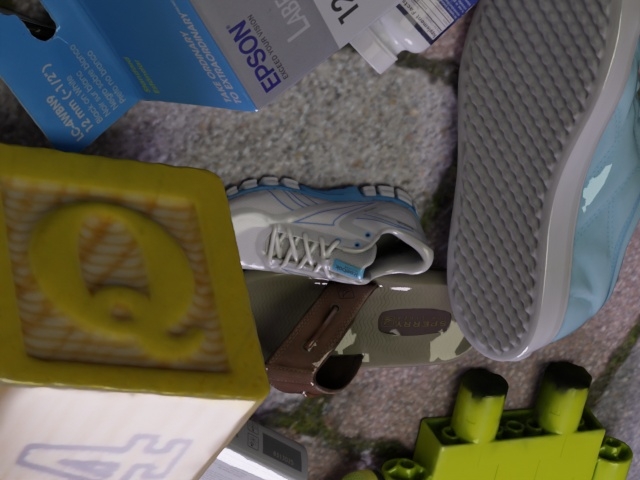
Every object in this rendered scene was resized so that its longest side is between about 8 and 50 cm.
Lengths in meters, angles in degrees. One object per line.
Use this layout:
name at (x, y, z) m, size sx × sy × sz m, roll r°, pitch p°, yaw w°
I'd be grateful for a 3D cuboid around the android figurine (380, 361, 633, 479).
android figurine at (0.157, 0.234, 1.563) m, size 0.248 × 0.056 × 0.272 m, roll -2°, pitch 120°, yaw -24°

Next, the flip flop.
flip flop at (0.009, 0.078, 1.369) m, size 0.277 × 0.080 × 0.112 m, roll -1°, pitch 121°, yaw -20°

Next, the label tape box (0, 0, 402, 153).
label tape box at (-0.066, -0.218, 1.092) m, size 0.348 × 0.115 × 0.249 m, roll -40°, pitch 129°, yaw -9°

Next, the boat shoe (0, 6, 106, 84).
boat shoe at (-0.172, -0.121, 1.181) m, size 0.142 × 0.040 × 0.049 m, roll 10°, pitch 116°, yaw -30°

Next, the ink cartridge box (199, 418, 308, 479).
ink cartridge box at (-0.121, 0.188, 1.401) m, size 0.179 × 0.045 × 0.145 m, roll -28°, pitch 136°, yaw 34°

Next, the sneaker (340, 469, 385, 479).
sneaker at (-0.031, 0.262, 1.476) m, size 0.208 × 0.081 × 0.094 m, roll -42°, pitch 126°, yaw 6°

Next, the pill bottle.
pill bottle at (0.070, -0.176, 1.240) m, size 0.120 × 0.067 × 0.067 m, roll -43°, pitch 129°, yaw 6°

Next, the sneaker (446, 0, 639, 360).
sneaker at (0.193, -0.090, 1.338) m, size 0.150 × 0.135 × 0.365 m, roll -19°, pitch 130°, yaw -42°

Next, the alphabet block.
alphabet block at (-0.171, 0.072, 1.178) m, size 0.193 × 0.192 × 0.197 m, roll 5°, pitch 142°, yaw -29°

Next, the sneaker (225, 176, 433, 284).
sneaker at (0.000, 0.000, 1.316) m, size 0.191 × 0.083 × 0.071 m, roll -4°, pitch 124°, yaw -21°
